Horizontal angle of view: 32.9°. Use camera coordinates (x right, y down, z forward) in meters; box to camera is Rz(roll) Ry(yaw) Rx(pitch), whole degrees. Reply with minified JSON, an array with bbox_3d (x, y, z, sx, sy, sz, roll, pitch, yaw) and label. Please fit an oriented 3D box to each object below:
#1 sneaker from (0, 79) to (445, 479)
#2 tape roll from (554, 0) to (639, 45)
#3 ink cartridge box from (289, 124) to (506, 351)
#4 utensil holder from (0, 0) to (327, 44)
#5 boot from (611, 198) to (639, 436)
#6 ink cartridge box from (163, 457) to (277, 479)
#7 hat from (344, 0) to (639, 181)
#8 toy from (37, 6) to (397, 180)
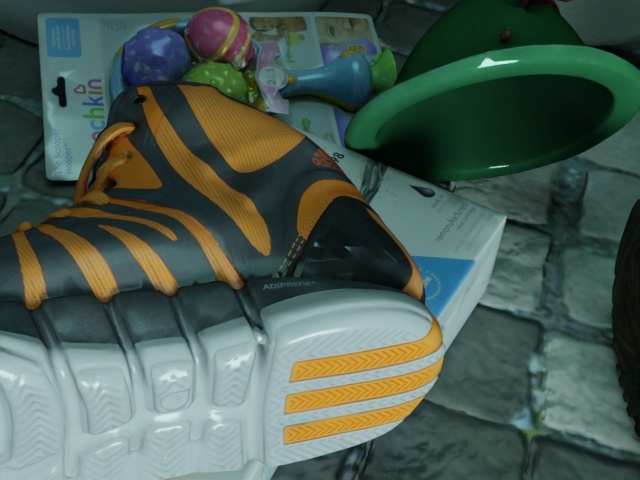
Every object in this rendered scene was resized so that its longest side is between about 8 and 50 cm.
[{"bbox_3d":[-0.119,0.022,0.486,0.321,0.125,0.180,-4,44,-20],"label":"sneaker"},{"bbox_3d":[0.189,-0.334,0.773,0.072,0.392,0.392,-26,51,-31],"label":"tape roll"},{"bbox_3d":[0.000,0.000,0.616,0.180,0.060,0.104,24,45,17],"label":"ink cartridge box"},{"bbox_3d":[-0.124,-0.377,0.774,0.327,0.385,0.328,5,42,-5],"label":"utensil holder"},{"bbox_3d":[0.300,0.084,0.556,0.269,0.089,0.236,3,53,-6],"label":"boot"},{"bbox_3d":[-0.112,0.114,0.487,0.145,0.045,0.179,20,41,14],"label":"ink cartridge box"},{"bbox_3d":[0.101,-0.150,0.673,0.208,0.173,0.184,8,67,-42],"label":"hat"},{"bbox_3d":[-0.061,-0.112,0.715,0.237,0.056,0.137,-1,59,-17],"label":"toy"}]
